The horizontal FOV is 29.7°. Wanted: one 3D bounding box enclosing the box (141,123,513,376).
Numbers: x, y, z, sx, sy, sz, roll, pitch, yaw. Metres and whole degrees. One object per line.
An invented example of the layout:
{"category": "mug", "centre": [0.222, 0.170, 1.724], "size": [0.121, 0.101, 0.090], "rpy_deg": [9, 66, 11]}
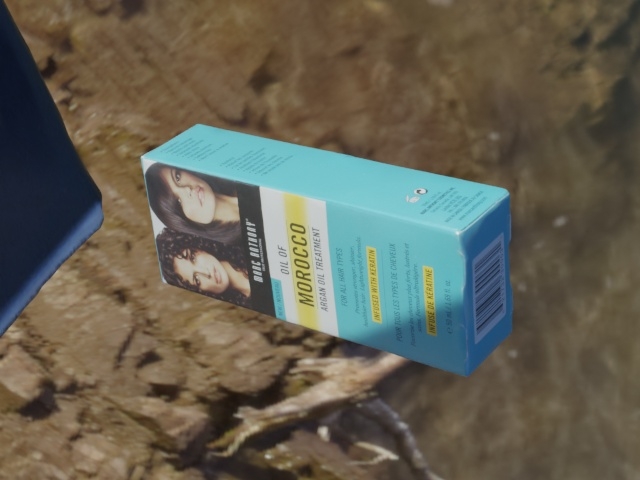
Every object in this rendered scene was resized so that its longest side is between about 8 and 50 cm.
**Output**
{"category": "box", "centre": [0.000, 0.000, 0.764], "size": [0.060, 0.244, 0.101], "rpy_deg": [-36, 130, -44]}

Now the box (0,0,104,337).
{"category": "box", "centre": [-0.285, -0.099, 0.257], "size": [0.395, 0.293, 0.212], "rpy_deg": [67, 32, -29]}
